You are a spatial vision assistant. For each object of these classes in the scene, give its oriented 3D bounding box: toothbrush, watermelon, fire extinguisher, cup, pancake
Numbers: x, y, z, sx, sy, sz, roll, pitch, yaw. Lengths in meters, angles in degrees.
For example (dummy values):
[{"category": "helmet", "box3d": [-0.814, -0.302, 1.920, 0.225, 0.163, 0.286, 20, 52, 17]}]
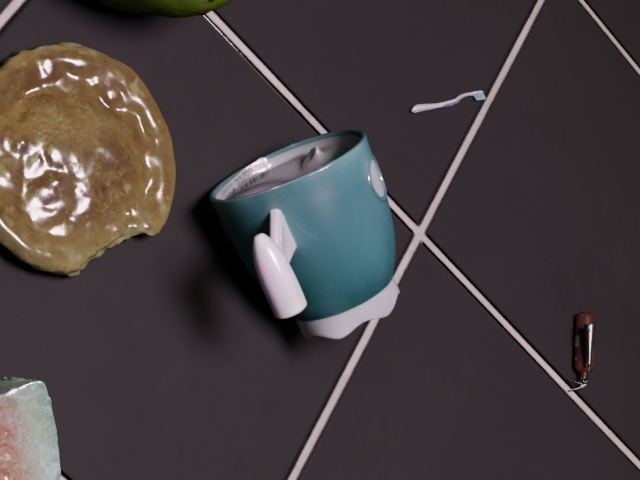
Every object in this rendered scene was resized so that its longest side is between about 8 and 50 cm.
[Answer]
[{"category": "toothbrush", "box3d": [0.152, -0.165, 1.648, 0.131, 0.011, 0.013, -16, 66, -42]}, {"category": "watermelon", "box3d": [-0.325, 0.207, 1.084, 0.241, 0.094, 0.154, -14, 95, -41]}, {"category": "fire extinguisher", "box3d": [0.322, 0.133, 1.677, 0.032, 0.046, 0.100, 16, 64, -22]}, {"category": "cup", "box3d": [0.000, 0.000, 1.369, 0.173, 0.168, 0.299, 66, 22, -15]}, {"category": "pancake", "box3d": [-0.229, -0.078, 1.274, 0.236, 0.042, 0.222, -5, 81, -41]}]

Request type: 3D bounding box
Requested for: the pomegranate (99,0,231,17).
[{"category": "pomegranate", "box3d": [-0.153, -0.341, 1.300, 0.254, 0.254, 0.270, 9, 48, -39]}]
